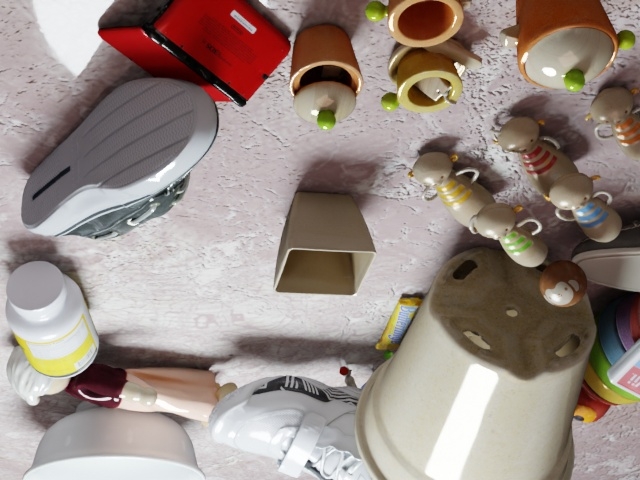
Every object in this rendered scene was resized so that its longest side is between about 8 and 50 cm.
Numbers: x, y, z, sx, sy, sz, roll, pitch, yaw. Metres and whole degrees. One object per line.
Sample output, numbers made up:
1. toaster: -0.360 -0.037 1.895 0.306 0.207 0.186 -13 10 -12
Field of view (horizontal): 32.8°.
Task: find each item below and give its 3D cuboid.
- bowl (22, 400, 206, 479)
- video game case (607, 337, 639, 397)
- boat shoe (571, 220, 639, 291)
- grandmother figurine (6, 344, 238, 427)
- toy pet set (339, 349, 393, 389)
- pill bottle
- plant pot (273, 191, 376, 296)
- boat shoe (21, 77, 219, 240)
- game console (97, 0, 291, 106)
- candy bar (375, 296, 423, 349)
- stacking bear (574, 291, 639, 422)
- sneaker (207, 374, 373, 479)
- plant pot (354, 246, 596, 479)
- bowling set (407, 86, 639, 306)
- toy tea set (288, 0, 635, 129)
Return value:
1. bowl: -0.341 0.346 1.818 0.297 0.134 0.298 -3 151 -2
2. video game case: 0.551 0.131 1.443 0.204 0.025 0.285 28 120 -17
3. boat shoe: 0.498 0.004 1.450 0.335 0.096 0.112 0 149 2
4. grandmother figurine: -0.312 0.223 1.669 0.342 0.104 0.208 16 157 -26
5. toy pet set: 0.099 0.218 1.773 0.122 0.065 0.114 -18 116 4
6. pill bottle: -0.364 0.105 1.461 0.103 0.103 0.184 -4 148 -2
7. plant pot: 0.000 0.000 1.349 0.109 0.096 0.109 2 147 -13
8. boat shoe: -0.200 -0.083 1.186 0.119 0.121 0.335 12 158 -40
9. game console: -0.124 -0.202 1.085 0.124 0.085 0.144 -48 137 7
10. candy bar: 0.119 0.126 1.645 0.040 0.018 0.161 2 149 -11
11. stacking bear: 0.454 0.184 1.644 0.175 0.164 0.289 25 140 -16
12. sneaker: 0.019 0.325 1.638 0.365 0.210 0.137 9 123 -23
13. plant pot: 0.231 0.186 1.514 0.333 0.334 0.306 0 137 -9
14. bowling set: 0.260 -0.041 1.235 0.287 0.200 0.154 -26 141 24
15. toy tea set: 0.129 -0.178 1.051 0.336 0.124 0.200 -26 143 30
